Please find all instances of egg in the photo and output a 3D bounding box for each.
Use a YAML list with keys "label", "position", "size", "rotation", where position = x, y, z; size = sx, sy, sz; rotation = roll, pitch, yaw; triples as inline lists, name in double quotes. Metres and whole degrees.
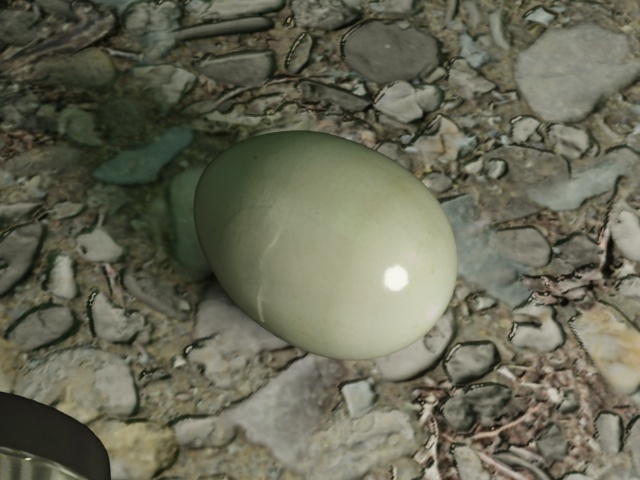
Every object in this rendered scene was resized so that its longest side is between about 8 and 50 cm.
- label: "egg"
  position: [0.000, 0.000, 1.219]
  size: [0.209, 0.151, 0.151]
  rotation: [28, 52, 26]

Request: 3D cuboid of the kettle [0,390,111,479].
- label: "kettle"
  position: [-0.215, 0.253, 0.975]
  size: [0.207, 0.251, 0.271]
  rotation: [-15, 54, 19]
